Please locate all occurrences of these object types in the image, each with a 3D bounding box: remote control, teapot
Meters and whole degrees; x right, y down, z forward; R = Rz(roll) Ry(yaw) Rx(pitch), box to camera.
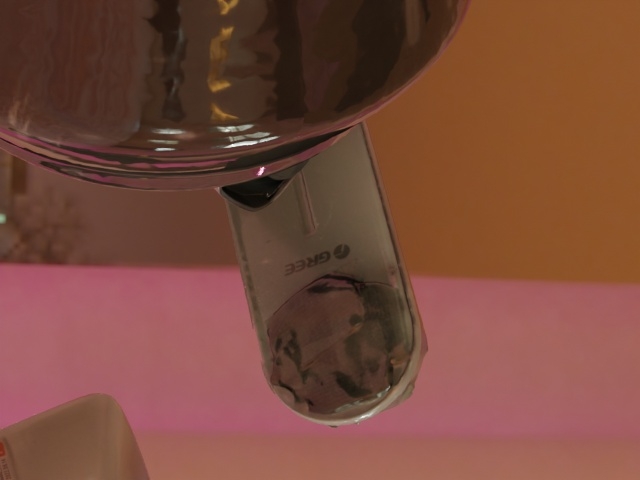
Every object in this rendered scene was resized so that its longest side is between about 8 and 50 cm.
[{"bbox_3d":[0.000,0.000,1.088,0.052,0.104,0.247,40,34,-62],"label":"remote control"},{"bbox_3d":[-0.073,-0.255,0.764,0.362,0.305,0.376,101,-28,-46],"label":"teapot"}]

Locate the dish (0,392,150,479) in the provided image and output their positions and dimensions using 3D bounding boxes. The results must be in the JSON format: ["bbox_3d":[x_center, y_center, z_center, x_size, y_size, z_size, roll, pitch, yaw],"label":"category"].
[{"bbox_3d":[-0.204,0.200,1.033,0.064,0.234,0.154,-124,-164,-47],"label":"dish"}]

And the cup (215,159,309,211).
[{"bbox_3d":[-0.050,-0.103,1.004,0.128,0.129,0.095,-52,161,4],"label":"cup"}]
